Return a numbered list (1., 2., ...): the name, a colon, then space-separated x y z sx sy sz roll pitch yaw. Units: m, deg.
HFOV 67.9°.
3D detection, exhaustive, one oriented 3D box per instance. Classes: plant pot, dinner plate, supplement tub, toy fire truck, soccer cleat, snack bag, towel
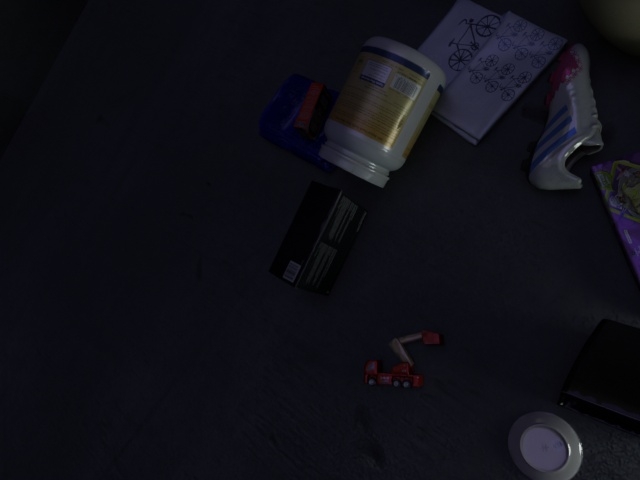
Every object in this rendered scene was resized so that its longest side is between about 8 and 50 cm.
1. plant pot: 0.569 0.257 0.888 0.187 0.188 0.167 17 72 30
2. dinner plate: 0.462 0.428 0.982 0.141 0.017 0.141 -7 74 24
3. supplement tub: 0.148 -0.316 1.202 0.228 0.228 0.316 34 103 30
4. toy fire truck: 0.196 0.283 1.138 0.192 0.047 0.135 -4 75 27
5. soccer cleat: 0.565 -0.267 1.052 0.143 0.116 0.331 19 94 39
6. snack bag: 0.388 -0.461 1.240 0.323 0.037 0.342 -49 61 9
7. towel: -0.034 -0.358 1.407 0.308 0.076 0.227 34 94 30

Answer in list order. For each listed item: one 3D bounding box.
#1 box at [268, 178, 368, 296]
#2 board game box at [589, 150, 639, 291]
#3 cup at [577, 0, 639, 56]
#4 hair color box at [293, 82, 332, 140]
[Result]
1. box: 0.000 0.000 1.235 0.103 0.184 0.261 25 89 32
2. board game box: 0.715 -0.028 0.954 0.208 0.056 0.347 -17 70 18
3. cup: 0.690 -0.521 0.965 0.331 0.237 0.331 -16 54 23
4. hair color box: -0.019 -0.358 1.323 0.043 0.072 0.141 17 80 27
